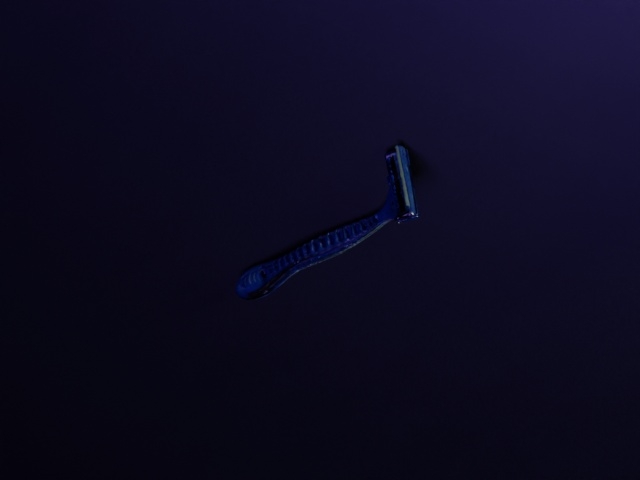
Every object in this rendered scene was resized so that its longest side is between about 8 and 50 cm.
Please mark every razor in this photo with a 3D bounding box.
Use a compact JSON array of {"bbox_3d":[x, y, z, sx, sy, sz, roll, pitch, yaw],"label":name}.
[{"bbox_3d":[0.010,0.002,1.469,0.056,0.093,0.324,15,145,-38],"label":"razor"}]
